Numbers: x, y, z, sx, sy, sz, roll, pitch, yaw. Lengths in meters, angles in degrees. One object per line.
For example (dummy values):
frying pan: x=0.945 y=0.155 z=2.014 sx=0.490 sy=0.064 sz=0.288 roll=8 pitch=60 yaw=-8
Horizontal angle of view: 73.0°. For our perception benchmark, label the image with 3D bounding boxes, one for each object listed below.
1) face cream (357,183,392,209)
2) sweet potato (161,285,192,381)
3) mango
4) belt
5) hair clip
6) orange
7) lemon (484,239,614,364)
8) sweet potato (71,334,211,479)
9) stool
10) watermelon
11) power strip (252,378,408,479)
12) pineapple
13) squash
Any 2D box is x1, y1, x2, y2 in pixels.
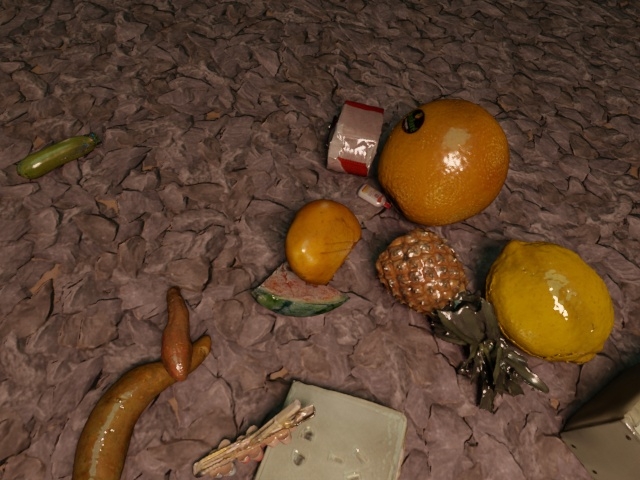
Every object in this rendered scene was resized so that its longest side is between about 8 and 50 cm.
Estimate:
face cream: x=0.128 y=-0.099 z=1.005 sx=0.083 sy=0.021 sz=0.040 roll=33 pitch=60 yaw=11
sweet potato: x=-0.249 y=0.144 z=0.747 sx=0.050 sy=0.050 sz=0.214 roll=-8 pitch=42 yaw=-13
mango: x=0.000 y=0.000 z=0.823 sx=0.126 sy=0.153 sz=0.252 roll=21 pitch=16 yaw=14
belt: x=0.075 y=-0.243 z=1.024 sx=0.124 sy=0.128 sz=0.200 roll=14 pitch=54 yaw=1
hair clip: x=-0.099 y=0.311 z=0.671 sx=0.214 sy=0.056 sz=0.062 roll=-36 pitch=34 yaw=8
orange: x=0.258 y=-0.161 z=0.923 sx=0.275 sy=0.274 sz=0.274 roll=4 pitch=58 yaw=-6
lemon: x=0.422 y=0.113 z=0.810 sx=0.204 sy=0.204 sz=0.260 roll=-29 pitch=83 yaw=-23
sweet potato: x=-0.301 y=0.280 z=0.681 sx=0.108 sy=0.079 sz=0.346 roll=31 pitch=53 yaw=-4
stool: x=0.605 y=0.353 z=0.707 sx=0.244 sy=0.170 sz=0.269 roll=-26 pitch=66 yaw=-21
watermelon: x=-0.045 y=0.095 z=0.840 sx=0.187 sy=0.071 sz=0.139 roll=9 pitch=37 yaw=-19
power strip: x=0.021 y=0.345 z=0.689 sx=0.213 sy=0.064 sz=0.198 roll=14 pitch=58 yaw=17
pineapple: x=0.257 y=0.140 z=0.794 sx=0.166 sy=0.165 sz=0.364 roll=-28 pitch=66 yaw=-23
squash: x=-0.569 y=-0.188 z=0.946 sx=0.183 sy=0.052 sz=0.052 roll=-37 pitch=70 yaw=-29
